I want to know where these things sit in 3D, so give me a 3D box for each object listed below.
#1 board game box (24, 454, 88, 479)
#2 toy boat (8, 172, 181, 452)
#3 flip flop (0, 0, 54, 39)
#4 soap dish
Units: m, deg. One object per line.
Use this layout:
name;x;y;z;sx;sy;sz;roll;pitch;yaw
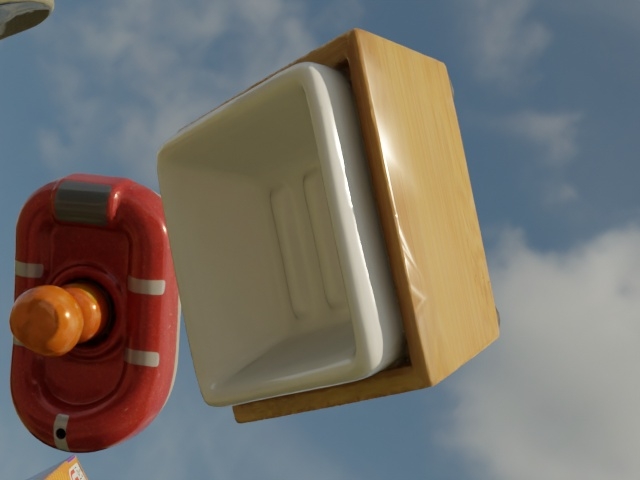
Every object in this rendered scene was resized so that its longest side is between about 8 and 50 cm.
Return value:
board game box;-0.391;0.512;1.937;0.357;0.356;0.356;62;6;-1
toy boat;-0.203;0.063;1.391;0.151;0.151;0.231;6;-82;21
flip flop;-0.315;-0.115;1.261;0.080;0.277;0.112;55;-32;0
soap dish;0.000;0.000;1.169;0.291;0.118;0.229;-20;-100;61
